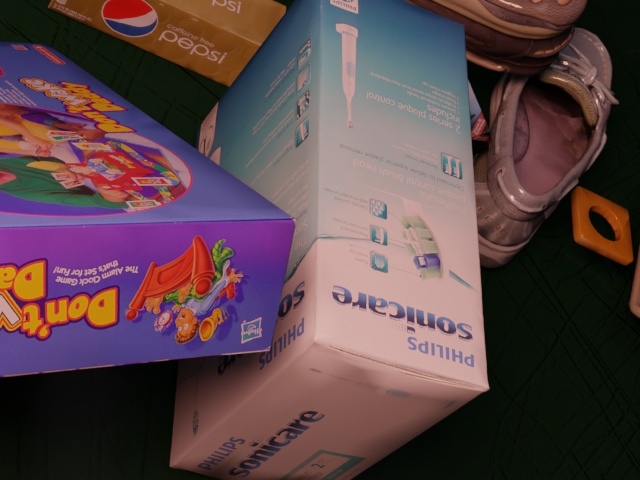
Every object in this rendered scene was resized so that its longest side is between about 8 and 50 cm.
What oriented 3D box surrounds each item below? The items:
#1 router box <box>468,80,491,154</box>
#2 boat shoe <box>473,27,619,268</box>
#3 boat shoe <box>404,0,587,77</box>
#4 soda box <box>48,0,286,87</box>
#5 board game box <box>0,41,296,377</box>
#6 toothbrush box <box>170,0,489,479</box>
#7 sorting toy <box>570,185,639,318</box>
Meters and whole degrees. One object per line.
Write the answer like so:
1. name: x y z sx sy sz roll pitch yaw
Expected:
1. router box: 0.073 -0.105 1.057 0.122 0.038 0.092 -19 68 -1
2. boat shoe: 0.210 -0.104 1.144 0.118 0.103 0.320 42 48 -3
3. boat shoe: 0.067 -0.249 1.123 0.355 0.130 0.132 35 59 21
4. soda box: -0.121 -0.189 1.010 0.181 0.061 0.058 21 51 -21
5. board game box: -0.205 -0.038 0.712 0.233 0.078 0.347 -2 23 -34
6. toothbrush box: 0.000 0.000 0.865 0.126 0.216 0.295 18 53 -23
7. sorting toy: 0.366 0.054 1.187 0.348 0.047 0.196 33 44 -12
